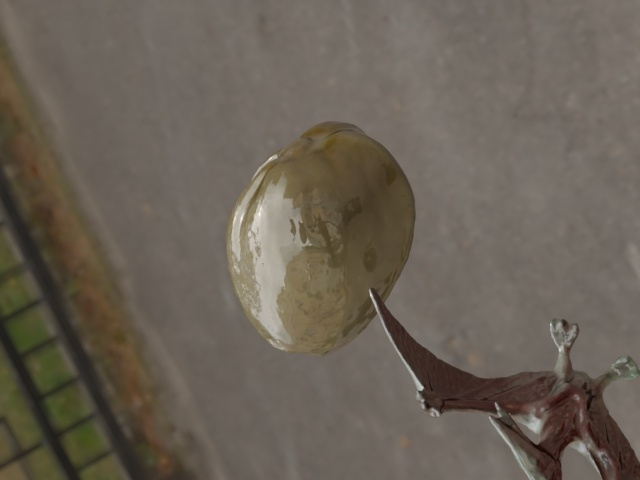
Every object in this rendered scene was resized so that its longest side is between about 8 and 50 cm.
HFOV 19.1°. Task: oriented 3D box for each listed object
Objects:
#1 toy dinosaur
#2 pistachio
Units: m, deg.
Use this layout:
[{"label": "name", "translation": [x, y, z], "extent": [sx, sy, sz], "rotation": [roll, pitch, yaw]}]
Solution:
[{"label": "toy dinosaur", "translation": [0.112, 0.087, 0.874], "extent": [0.220, 0.108, 0.032], "rotation": [35, 131, 4]}, {"label": "pistachio", "translation": [0.000, 0.000, 1.142], "extent": [0.113, 0.113, 0.149], "rotation": [40, 139, 43]}]
